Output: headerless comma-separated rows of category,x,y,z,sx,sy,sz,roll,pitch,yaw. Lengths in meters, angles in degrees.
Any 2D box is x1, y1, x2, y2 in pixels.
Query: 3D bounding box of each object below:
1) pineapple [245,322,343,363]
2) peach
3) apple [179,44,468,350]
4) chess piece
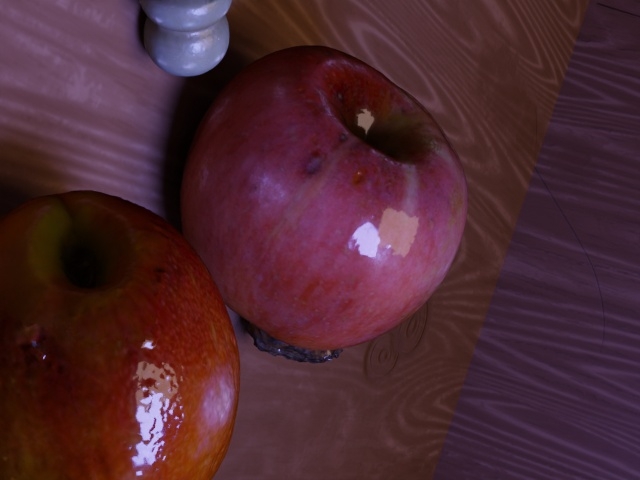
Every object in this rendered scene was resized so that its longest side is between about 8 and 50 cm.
pineapple,0.000,0.000,2.078,0.175,0.175,0.361,43,57,-67
peach,-0.228,0.138,1.410,0.290,0.372,0.373,-25,136,-23
apple,-0.004,-0.043,1.760,0.364,0.364,0.364,-50,149,-45
chess piece,-0.149,-0.289,1.539,0.133,0.133,0.243,-53,158,-41
